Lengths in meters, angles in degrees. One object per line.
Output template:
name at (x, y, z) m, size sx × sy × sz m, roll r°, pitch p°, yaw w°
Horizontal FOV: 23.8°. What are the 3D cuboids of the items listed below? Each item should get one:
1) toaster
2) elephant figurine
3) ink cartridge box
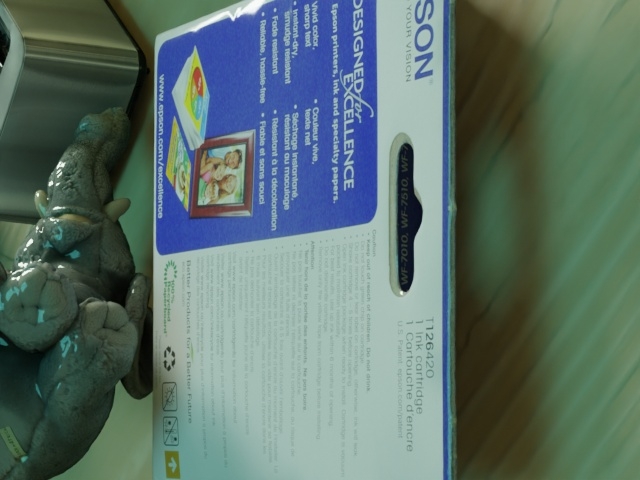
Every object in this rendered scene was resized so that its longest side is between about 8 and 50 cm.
toaster at (-0.220, -0.110, 1.162) m, size 0.185 × 0.110 × 0.168 m, roll 55°, pitch 130°, yaw 41°
elephant figurine at (-0.170, 0.046, 1.028) m, size 0.186 × 0.169 × 0.239 m, roll -45°, pitch 6°, yaw 20°
ink cartridge box at (0.000, 0.000, 0.889) m, size 0.307 × 0.072 × 0.303 m, roll -8°, pitch 79°, yaw 52°
